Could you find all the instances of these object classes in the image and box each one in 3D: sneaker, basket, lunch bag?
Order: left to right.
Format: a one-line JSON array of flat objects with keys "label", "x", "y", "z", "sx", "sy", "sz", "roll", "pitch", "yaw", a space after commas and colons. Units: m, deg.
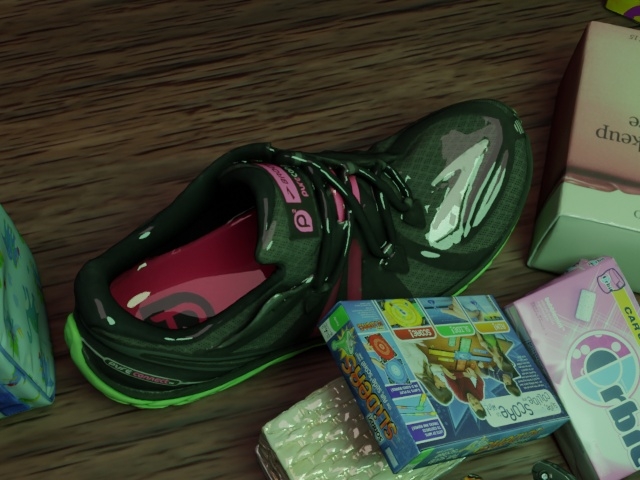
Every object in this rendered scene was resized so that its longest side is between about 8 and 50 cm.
[{"label": "lunch bag", "x": -0.297, "y": 0.058, "z": 0.775, "sx": 0.090, "sy": 0.219, "sz": 0.176, "roll": -16, "pitch": 67, "yaw": -8}, {"label": "sneaker", "x": 0.000, "y": 0.000, "z": 0.818, "sx": 0.483, "sy": 0.202, "sz": 0.185, "roll": -29, "pitch": 70, "yaw": -13}, {"label": "basket", "x": 0.037, "y": 0.179, "z": 0.790, "sx": 0.167, "sy": 0.103, "sz": 0.113, "roll": -29, "pitch": 69, "yaw": -14}]

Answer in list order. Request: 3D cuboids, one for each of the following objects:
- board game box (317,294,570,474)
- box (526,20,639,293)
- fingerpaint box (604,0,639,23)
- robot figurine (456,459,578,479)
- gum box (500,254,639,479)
[{"label": "board game box", "x": 0.106, "y": 0.111, "z": 0.748, "sx": 0.201, "sy": 0.035, "sz": 0.136, "roll": 2, "pitch": 50, "yaw": -43}, {"label": "box", "x": 0.309, "y": -0.080, "z": 0.904, "sx": 0.149, "sy": 0.127, "sz": 0.232, "roll": 13, "pitch": 65, "yaw": 5}, {"label": "fingerpaint box", "x": 0.515, "y": -0.481, "z": 0.961, "sx": 0.163, "sy": 0.371, "sz": 0.445, "roll": 30, "pitch": 67, "yaw": 14}, {"label": "robot figurine", "x": 0.179, "y": 0.324, "z": 0.710, "sx": 0.211, "sy": 0.085, "sz": 0.291, "roll": -34, "pitch": 61, "yaw": 24}, {"label": "gum box", "x": 0.250, "y": 0.116, "z": 0.827, "sx": 0.107, "sy": 0.062, "sz": 0.188, "roll": -23, "pitch": 80, "yaw": -11}]
